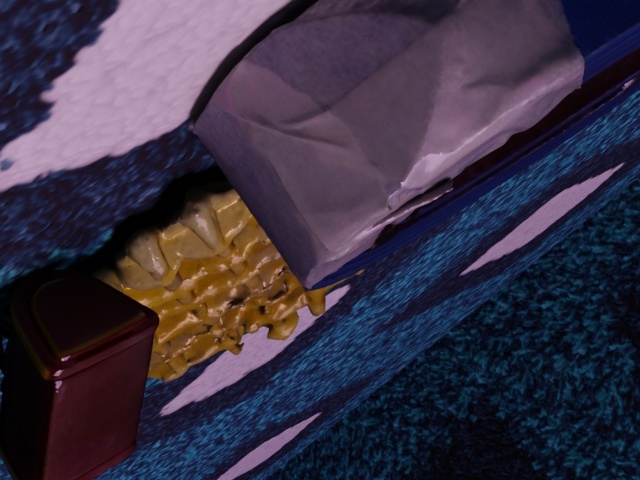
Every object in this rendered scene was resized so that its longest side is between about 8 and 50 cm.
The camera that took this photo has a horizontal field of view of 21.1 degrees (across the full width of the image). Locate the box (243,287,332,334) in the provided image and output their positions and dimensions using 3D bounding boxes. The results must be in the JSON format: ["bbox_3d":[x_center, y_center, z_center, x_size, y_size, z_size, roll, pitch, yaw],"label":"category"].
[{"bbox_3d":[0.000,0.000,1.329,0.161,0.042,0.226,-25,166,-47],"label":"box"}]

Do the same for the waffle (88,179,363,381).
[{"bbox_3d":[-0.064,0.020,1.133,0.250,0.056,0.261,-10,156,-42],"label":"waffle"}]

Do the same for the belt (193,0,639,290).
[{"bbox_3d":[0.103,-0.108,0.960,0.347,0.117,0.212,-32,171,-20],"label":"belt"}]

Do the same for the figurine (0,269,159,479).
[{"bbox_3d":[-0.165,0.087,1.032,0.082,0.098,0.154,-30,149,-40],"label":"figurine"}]
